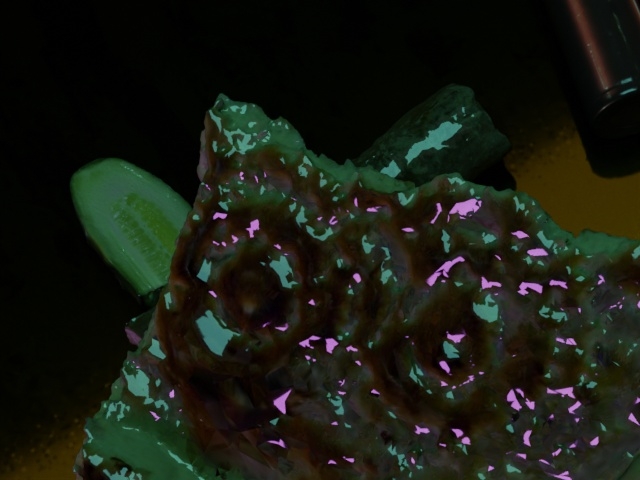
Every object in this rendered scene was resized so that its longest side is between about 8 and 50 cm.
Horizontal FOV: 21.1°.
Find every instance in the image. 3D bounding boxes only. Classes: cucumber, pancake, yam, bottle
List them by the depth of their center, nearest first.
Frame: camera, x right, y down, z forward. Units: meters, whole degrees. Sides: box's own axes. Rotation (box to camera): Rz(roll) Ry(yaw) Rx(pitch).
[{"bbox_3d":[0.053,0.093,0.884,0.426,0.067,0.305,11,99,26],"label":"pancake"},{"bbox_3d":[0.000,0.000,1.024,0.253,0.061,0.061,-37,65,-6],"label":"yam"},{"bbox_3d":[-0.112,-0.005,1.059,0.067,0.035,0.107,-28,62,-23],"label":"cucumber"},{"bbox_3d":[0.165,-0.145,1.061,0.060,0.060,0.164,-17,64,2],"label":"bottle"}]
